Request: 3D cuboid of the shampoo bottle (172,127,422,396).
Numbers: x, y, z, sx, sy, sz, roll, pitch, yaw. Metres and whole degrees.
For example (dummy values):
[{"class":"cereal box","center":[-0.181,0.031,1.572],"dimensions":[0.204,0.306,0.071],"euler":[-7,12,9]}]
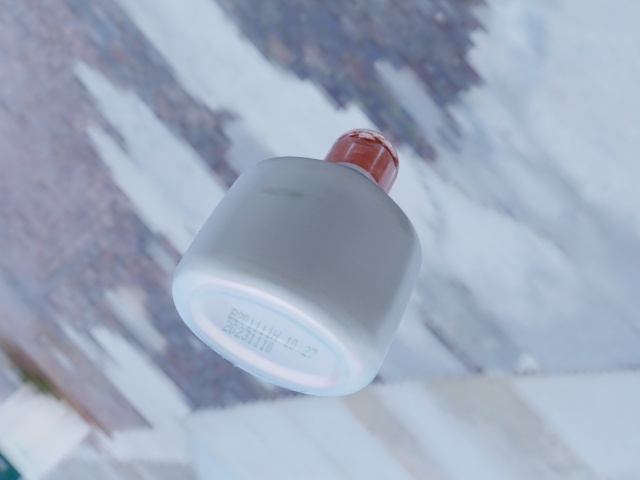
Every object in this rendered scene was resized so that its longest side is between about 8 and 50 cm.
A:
[{"class":"shampoo bottle","center":[0.000,0.000,0.987],"dimensions":[0.108,0.051,0.221],"euler":[26,-152,2]}]
